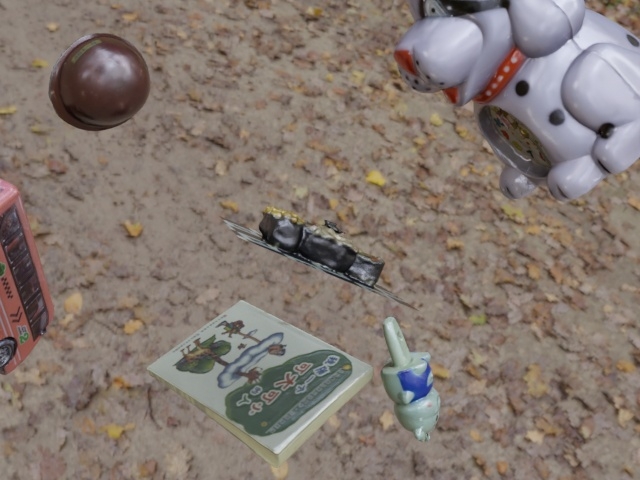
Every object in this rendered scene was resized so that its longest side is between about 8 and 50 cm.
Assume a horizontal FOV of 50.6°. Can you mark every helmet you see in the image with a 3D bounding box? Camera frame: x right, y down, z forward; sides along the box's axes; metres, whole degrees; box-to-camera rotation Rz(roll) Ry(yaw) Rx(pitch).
[{"bbox_3d":[-0.353,-0.253,1.106,0.175,0.155,0.106,-32,28,-15],"label":"helmet"}]

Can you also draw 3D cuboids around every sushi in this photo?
[{"bbox_3d":[0.000,0.000,0.776,0.215,0.050,0.192,23,2,-16],"label":"sushi"}]

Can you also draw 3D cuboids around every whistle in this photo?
[{"bbox_3d":[0.165,0.257,1.243,0.092,0.244,0.110,-14,7,23],"label":"whistle"}]

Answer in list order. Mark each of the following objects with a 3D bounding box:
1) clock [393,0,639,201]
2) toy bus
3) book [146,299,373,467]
[{"bbox_3d":[0.175,-0.173,0.607,0.254,0.189,0.189,43,43,-14],"label":"clock"},{"bbox_3d":[-0.711,0.071,1.412,0.203,0.427,0.233,21,45,16],"label":"toy bus"},{"bbox_3d":[-0.121,0.247,1.284,0.371,0.043,0.260,21,43,38],"label":"book"}]
